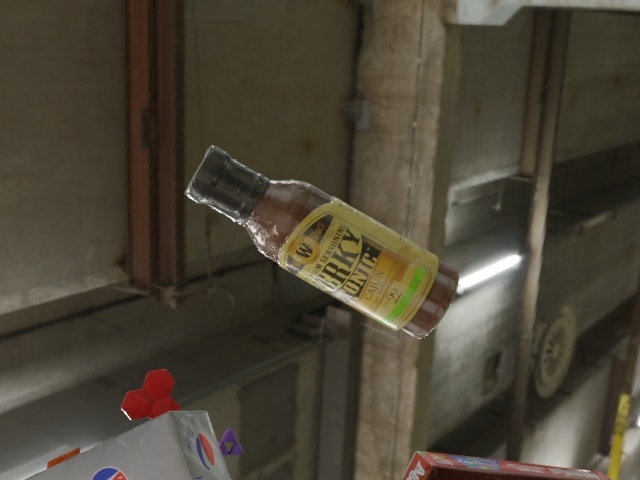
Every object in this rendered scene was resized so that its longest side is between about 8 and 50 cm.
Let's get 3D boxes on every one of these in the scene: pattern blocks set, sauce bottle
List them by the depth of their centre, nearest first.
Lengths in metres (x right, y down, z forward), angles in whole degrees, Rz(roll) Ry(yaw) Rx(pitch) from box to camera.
[{"bbox_3d":[0.000,0.000,1.029,0.111,0.345,0.111,-60,8,15],"label":"sauce bottle"},{"bbox_3d":[-0.238,0.369,1.128,0.285,0.026,0.325,45,-110,-8],"label":"pattern blocks set"}]

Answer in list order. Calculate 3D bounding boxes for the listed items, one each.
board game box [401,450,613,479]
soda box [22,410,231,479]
[{"bbox_3d":[0.161,0.273,0.781,0.281,0.027,0.145,17,-80,-38],"label":"board game box"},{"bbox_3d":[-0.241,0.278,0.886,0.098,0.286,0.091,66,-168,17],"label":"soda box"}]
